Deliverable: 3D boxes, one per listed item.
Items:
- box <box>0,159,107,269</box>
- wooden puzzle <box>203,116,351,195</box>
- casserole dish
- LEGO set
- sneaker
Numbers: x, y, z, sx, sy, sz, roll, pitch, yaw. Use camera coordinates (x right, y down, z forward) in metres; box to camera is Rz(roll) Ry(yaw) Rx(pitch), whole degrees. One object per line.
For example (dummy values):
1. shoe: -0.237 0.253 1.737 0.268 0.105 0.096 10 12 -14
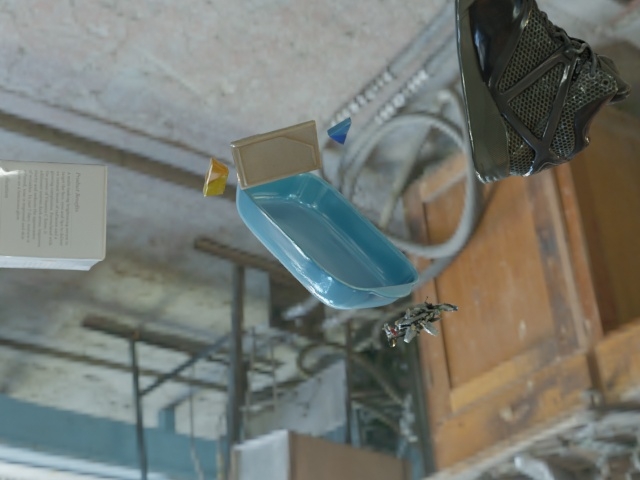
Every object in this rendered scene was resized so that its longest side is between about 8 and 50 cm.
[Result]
1. box: -0.295 -0.023 1.161 0.170 0.091 0.130 2 173 -17
2. wooden puzzle: -0.035 -0.067 0.950 0.116 0.014 0.078 -12 153 -10
3. casserole dish: 0.000 0.000 1.038 0.114 0.188 0.037 -4 131 -48
4. LEGO set: 0.065 0.054 0.866 0.054 0.023 0.083 -27 -174 -29
5. sneaker: 0.169 -0.164 0.965 0.130 0.087 0.227 -9 105 8
